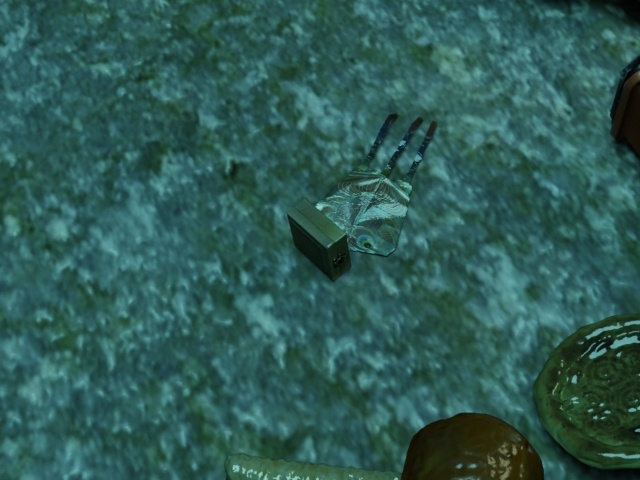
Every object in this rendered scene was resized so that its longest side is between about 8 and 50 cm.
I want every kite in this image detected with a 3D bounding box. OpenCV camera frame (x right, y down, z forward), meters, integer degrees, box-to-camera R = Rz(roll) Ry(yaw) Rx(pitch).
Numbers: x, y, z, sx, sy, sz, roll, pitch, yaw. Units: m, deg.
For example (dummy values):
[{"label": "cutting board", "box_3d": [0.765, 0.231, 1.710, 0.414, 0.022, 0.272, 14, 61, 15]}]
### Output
[{"label": "kite", "box_3d": [0.076, -0.083, 1.571, 0.127, 0.016, 0.229, 20, 64, 15]}]

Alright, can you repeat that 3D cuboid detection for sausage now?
[{"label": "sausage", "box_3d": [0.151, 0.303, 1.236, 0.141, 0.153, 0.268, -1, 55, 24]}]

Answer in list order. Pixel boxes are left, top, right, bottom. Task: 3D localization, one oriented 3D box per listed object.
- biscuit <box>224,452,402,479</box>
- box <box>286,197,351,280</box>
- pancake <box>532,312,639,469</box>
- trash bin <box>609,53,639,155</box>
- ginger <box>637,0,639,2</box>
[{"label": "biscuit", "box_3d": [-0.004, 0.278, 1.334, 0.219, 0.061, 0.055, 6, 15, 11]}, {"label": "box", "box_3d": [0.000, 0.000, 1.490, 0.035, 0.079, 0.083, -39, 61, -17]}, {"label": "pancake", "box_3d": [0.352, 0.166, 1.346, 0.211, 0.029, 0.235, 14, 49, 30]}, {"label": "trash bin", "box_3d": [0.491, -0.130, 1.466, 0.184, 0.161, 0.239, -24, 66, -7]}, {"label": "ginger", "box_3d": [0.466, -0.436, 1.663, 0.357, 0.153, 0.274, 17, 42, 17]}]
